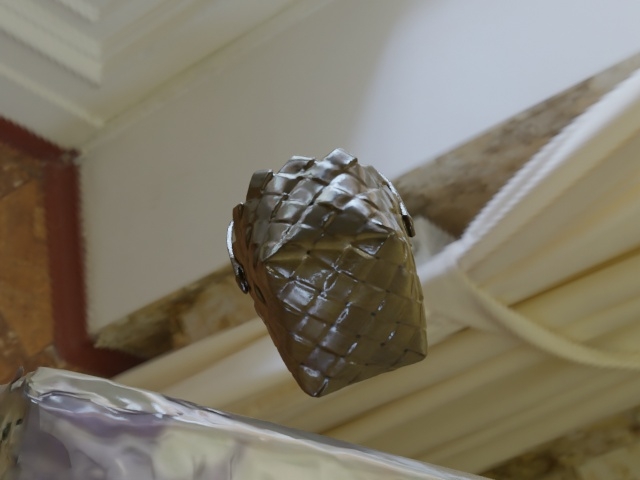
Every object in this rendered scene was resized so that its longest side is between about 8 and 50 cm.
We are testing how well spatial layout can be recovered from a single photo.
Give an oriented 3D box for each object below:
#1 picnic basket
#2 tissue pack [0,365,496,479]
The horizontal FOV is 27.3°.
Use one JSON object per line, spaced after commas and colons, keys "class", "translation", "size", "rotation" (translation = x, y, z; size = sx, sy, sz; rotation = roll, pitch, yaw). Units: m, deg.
{"class": "picnic basket", "translation": [0.000, 0.000, 0.897], "size": [0.178, 0.128, 0.138], "rotation": [-104, 179, -54]}
{"class": "tissue pack", "translation": [0.022, 0.144, 0.452], "size": [0.343, 0.242, 0.125], "rotation": [16, 73, -19]}
